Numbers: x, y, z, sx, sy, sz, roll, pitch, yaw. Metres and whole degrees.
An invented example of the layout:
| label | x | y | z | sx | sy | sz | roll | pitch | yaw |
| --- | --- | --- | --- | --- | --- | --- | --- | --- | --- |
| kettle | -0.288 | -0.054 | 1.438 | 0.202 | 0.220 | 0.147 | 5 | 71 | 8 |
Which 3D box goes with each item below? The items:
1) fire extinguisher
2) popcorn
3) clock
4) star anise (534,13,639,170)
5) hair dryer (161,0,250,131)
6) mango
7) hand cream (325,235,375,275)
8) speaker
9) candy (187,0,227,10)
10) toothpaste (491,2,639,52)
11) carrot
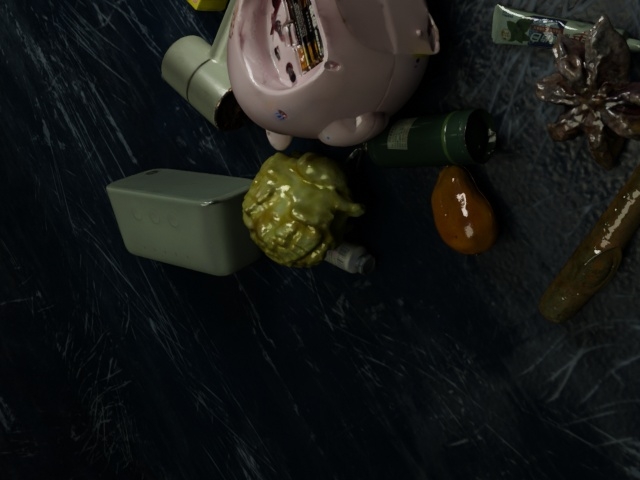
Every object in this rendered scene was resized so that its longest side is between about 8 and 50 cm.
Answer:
| label | x | y | z | sx | sy | sz | roll | pitch | yaw |
| --- | --- | --- | --- | --- | --- | --- | --- | --- | --- |
| fire extinguisher | 0.160 | -0.171 | 1.146 | 0.294 | 0.093 | 0.118 | 4 | 63 | 49 |
| popcorn | -0.041 | -0.061 | 1.284 | 0.255 | 0.256 | 0.195 | -25 | 130 | 19 |
| clock | -0.021 | -0.329 | 1.131 | 0.377 | 0.251 | 0.368 | -18 | 83 | 52 |
| star anise | 0.389 | -0.198 | 0.941 | 0.212 | 0.073 | 0.197 | 51 | 151 | 6 |
| hair dryer | -0.185 | -0.430 | 1.367 | 0.203 | 0.128 | 0.362 | 43 | 121 | 24 |
| mango | 0.246 | -0.049 | 1.128 | 0.105 | 0.084 | 0.159 | -34 | 60 | 43 |
| hand cream | 0.000 | 0.000 | 1.385 | 0.276 | 0.059 | 0.095 | 28 | 119 | 38 |
| speaker | -0.318 | -0.052 | 1.564 | 0.406 | 0.183 | 0.184 | 11 | 117 | 39 |
| candy | -0.219 | -0.627 | 1.337 | 0.146 | 0.088 | 0.276 | 48 | 131 | 17 |
| toothpaste | 0.357 | -0.304 | 0.970 | 0.233 | 0.038 | 0.060 | 25 | 125 | 36 |
| carrot | 0.434 | -0.004 | 0.987 | 0.070 | 0.070 | 0.342 | 40 | 126 | 25 |
